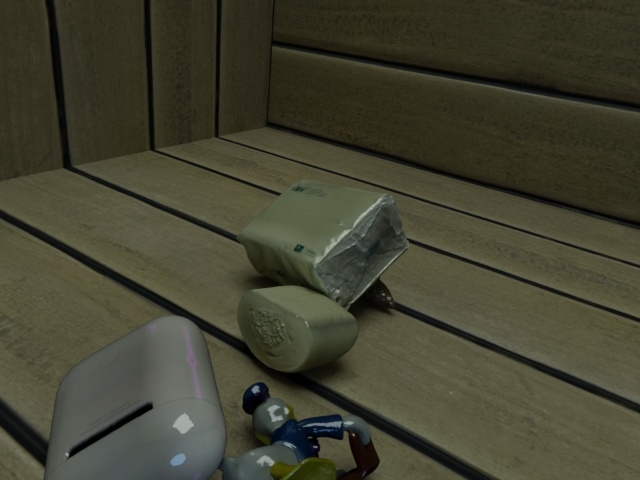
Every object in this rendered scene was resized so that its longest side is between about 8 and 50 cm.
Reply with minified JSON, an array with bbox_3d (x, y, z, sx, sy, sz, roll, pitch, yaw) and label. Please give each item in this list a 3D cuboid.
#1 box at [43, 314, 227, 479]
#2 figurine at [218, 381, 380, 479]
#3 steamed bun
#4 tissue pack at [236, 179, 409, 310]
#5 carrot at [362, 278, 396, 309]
[{"bbox_3d":[-0.304,0.288,0.887,0.288,0.141,0.349,-29,34,-3],"label":"box"},{"bbox_3d":[-0.033,0.329,0.894,0.283,0.205,0.338,5,17,-31],"label":"figurine"},{"bbox_3d":[-0.053,0.200,1.218,0.250,0.155,0.199,27,19,38],"label":"steamed bun"},{"bbox_3d":[0.000,0.000,1.452,0.297,0.207,0.380,-44,35,-24],"label":"tissue pack"},{"bbox_3d":[0.118,0.120,1.529,0.101,0.102,0.263,-14,35,-37],"label":"carrot"}]
